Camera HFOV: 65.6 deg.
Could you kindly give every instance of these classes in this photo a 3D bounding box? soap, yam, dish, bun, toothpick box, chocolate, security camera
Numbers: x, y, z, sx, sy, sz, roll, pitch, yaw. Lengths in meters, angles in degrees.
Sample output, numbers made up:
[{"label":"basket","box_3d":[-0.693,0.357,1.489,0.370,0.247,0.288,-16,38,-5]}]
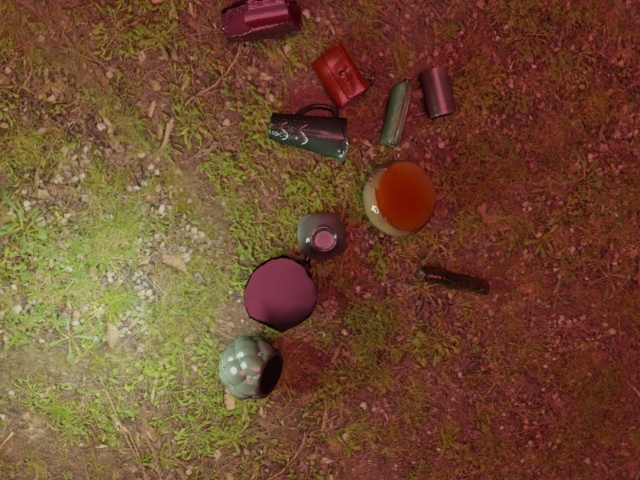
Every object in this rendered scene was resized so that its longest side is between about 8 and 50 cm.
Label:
[{"label":"soap","box_3d":[-0.209,-0.793,1.783,0.289,0.182,0.112,-11,102,-5]},{"label":"yam","box_3d":[0.550,0.165,2.049,0.317,0.071,0.067,12,132,-9]},{"label":"dish","box_3d":[0.000,0.000,1.954,0.224,0.078,0.246,34,92,-11]},{"label":"bun","box_3d":[0.291,-0.162,1.929,0.299,0.165,0.299,2,84,-20]},{"label":"toothpick box","box_3d":[0.455,-0.571,1.928,0.111,0.111,0.180,-16,97,-5]},{"label":"chocolate","box_3d":[-0.160,0.194,1.904,0.283,0.186,0.283,0,90,-14]},{"label":"security camera","box_3d":[0.162,-0.633,1.917,0.092,0.058,0.058,8,96,0]}]

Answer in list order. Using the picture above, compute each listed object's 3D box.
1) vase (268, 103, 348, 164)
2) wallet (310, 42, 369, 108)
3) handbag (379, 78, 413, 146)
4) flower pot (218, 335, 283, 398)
[{"label":"vase","box_3d":[-0.039,-0.416,1.877,0.301,0.156,0.251,9,68,-2]},{"label":"wallet","box_3d":[0.074,-0.626,1.890,0.142,0.045,0.204,-32,92,8]},{"label":"handbag","box_3d":[0.297,-0.476,1.864,0.079,0.219,0.256,11,97,-6]},{"label":"flower pot","box_3d":[-0.268,0.483,1.899,0.195,0.246,0.246,13,96,24]}]
